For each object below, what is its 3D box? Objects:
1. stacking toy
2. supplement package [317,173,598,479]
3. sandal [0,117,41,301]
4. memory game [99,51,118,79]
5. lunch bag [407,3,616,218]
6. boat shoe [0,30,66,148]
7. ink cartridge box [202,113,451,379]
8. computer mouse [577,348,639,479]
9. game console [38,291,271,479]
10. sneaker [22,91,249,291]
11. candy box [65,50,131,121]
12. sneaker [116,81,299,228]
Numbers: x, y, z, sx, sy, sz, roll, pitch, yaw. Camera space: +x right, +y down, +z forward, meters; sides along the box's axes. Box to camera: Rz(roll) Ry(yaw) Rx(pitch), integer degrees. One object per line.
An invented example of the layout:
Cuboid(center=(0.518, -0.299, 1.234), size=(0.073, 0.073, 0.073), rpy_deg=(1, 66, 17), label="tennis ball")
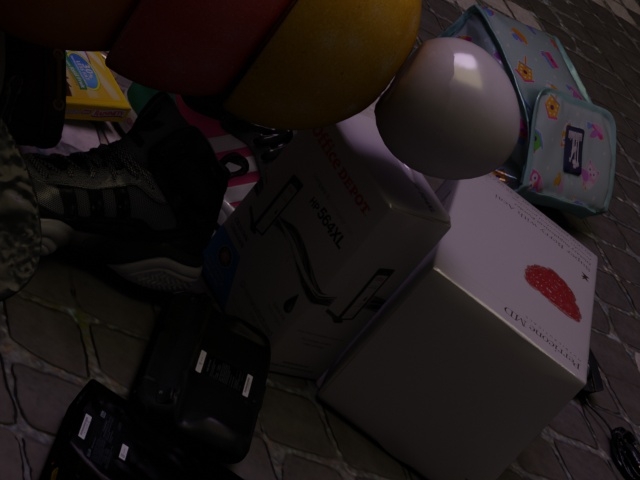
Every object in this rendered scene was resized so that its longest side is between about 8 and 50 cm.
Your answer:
Cuboid(center=(-0.042, -0.202, 1.495), size=(0.480, 0.350, 0.350), rpy_deg=(37, 24, -7), label="stacking toy")
Cuboid(center=(0.139, 0.079, 1.703), size=(0.177, 0.175, 0.293), rpy_deg=(38, 24, -6), label="supplement package")
Cuboid(center=(-0.331, -0.150, 1.308), size=(0.167, 0.107, 0.446), rpy_deg=(-31, 101, -33), label="sandal")
Cuboid(center=(-0.281, -0.221, 1.833), size=(0.186, 0.012, 0.186), rpy_deg=(32, 25, -17), label="memory game")
Cuboid(center=(0.263, -0.152, 2.328), size=(0.223, 0.160, 0.262), rpy_deg=(12, 46, -52), label="lunch bag")
Cuboid(center=(-0.275, -0.201, 1.655), size=(0.091, 0.109, 0.305), rpy_deg=(20, 42, -24), label="boat shoe")
Cuboid(center=(0.000, 0.000, 1.606), size=(0.086, 0.203, 0.148), rpy_deg=(15, 33, -43), label="ink cartridge box")
Cuboid(center=(0.299, 0.168, 1.947), size=(0.071, 0.041, 0.242), rpy_deg=(13, 35, -46), label="computer mouse")
Cuboid(center=(-0.090, 0.153, 1.408), size=(0.213, 0.044, 0.361), rpy_deg=(36, 24, -11), label="game console")
Cuboid(center=(-0.184, -0.062, 1.497), size=(0.268, 0.153, 0.101), rpy_deg=(21, 17, -38), label="sneaker")
Cuboid(center=(-0.270, -0.198, 1.756), size=(0.105, 0.027, 0.206), rpy_deg=(2, 48, -47), label="candy box")
Cuboid(center=(-0.043, -0.100, 1.753), size=(0.295, 0.178, 0.124), rpy_deg=(41, 23, 3), label="sneaker")
